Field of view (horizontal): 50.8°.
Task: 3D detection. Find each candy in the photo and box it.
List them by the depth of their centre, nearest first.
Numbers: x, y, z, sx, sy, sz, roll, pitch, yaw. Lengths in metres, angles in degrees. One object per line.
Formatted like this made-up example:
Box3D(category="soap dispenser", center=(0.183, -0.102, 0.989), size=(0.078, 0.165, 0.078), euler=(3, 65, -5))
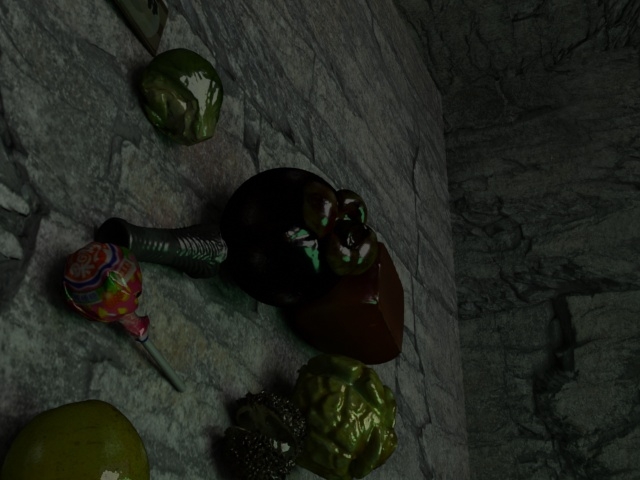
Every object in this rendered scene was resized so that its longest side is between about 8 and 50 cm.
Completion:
Box3D(category="candy", center=(-0.295, 0.146, 1.097), size=(0.365, 0.124, 0.124), euler=(67, 25, -43))

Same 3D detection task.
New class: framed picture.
Box3D(category="framed picture", center=(-0.355, -0.474, 1.294), size=(0.201, 0.010, 0.135), euler=(59, 29, -52))

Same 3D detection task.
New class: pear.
Box3D(category="pear", center=(-0.313, 0.308, 0.866), size=(0.198, 0.198, 0.198), euler=(40, 45, -55))

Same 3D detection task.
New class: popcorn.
Box3D(category="popcorn", center=(0.031, 0.396, 1.494), size=(0.247, 0.282, 0.282), euler=(28, 45, -16))

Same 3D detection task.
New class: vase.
Box3D(category="vase", center=(-0.277, 0.010, 1.180), size=(0.237, 0.116, 0.115), euler=(11, 69, -62))

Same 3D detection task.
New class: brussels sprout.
Box3D(category="brussels sprout", center=(-0.259, -0.281, 1.304), size=(0.183, 0.131, 0.145), euler=(60, 35, -27))

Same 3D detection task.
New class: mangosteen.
Box3D(category="mangosteen", center=(-0.040, -0.009, 1.401), size=(0.307, 0.347, 0.306), euler=(24, 63, -59))

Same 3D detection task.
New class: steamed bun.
Box3D(category="steamed bun", center=(0.064, 0.160, 1.683), size=(0.379, 0.249, 0.234), euler=(61, 30, -55))

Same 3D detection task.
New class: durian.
Box3D(category="durian", center=(-0.107, 0.398, 1.328), size=(0.196, 0.167, 0.195), euler=(-30, 128, -47))
